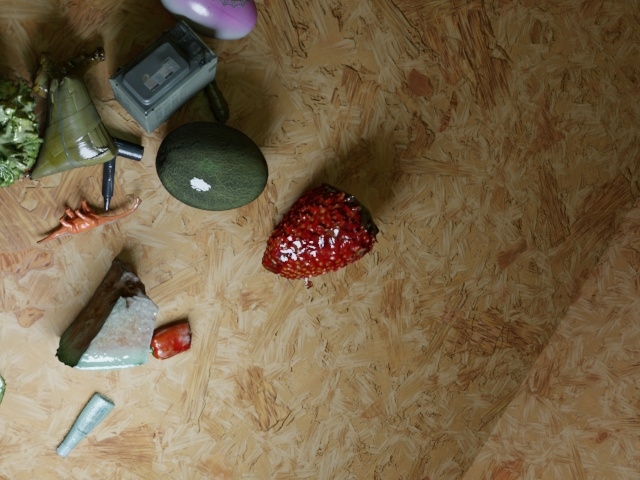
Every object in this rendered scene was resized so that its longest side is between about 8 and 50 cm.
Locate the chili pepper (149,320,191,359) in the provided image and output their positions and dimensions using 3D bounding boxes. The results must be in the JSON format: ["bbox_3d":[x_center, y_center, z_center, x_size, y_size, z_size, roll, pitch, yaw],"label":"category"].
[{"bbox_3d":[-0.456,0.299,1.865,0.192,0.084,0.086,-17,76,-27],"label":"chili pepper"}]

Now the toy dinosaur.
[{"bbox_3d":[-0.610,-0.062,1.705,0.280,0.055,0.101,-26,137,-7],"label":"toy dinosaur"}]

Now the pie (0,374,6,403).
[{"bbox_3d":[-0.949,0.386,1.624,0.303,0.067,0.302,-7,104,-26],"label":"pie"}]

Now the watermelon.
[{"bbox_3d":[-0.534,0.223,1.704,0.151,0.264,0.302,39,78,-30],"label":"watermelon"}]

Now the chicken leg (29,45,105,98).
[{"bbox_3d":[-0.629,-0.432,1.609,0.207,0.085,0.101,-40,106,-25],"label":"chicken leg"}]

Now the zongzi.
[{"bbox_3d":[-0.651,-0.273,1.585,0.256,0.115,0.228,-13,116,13],"label":"zongzi"}]

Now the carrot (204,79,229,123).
[{"bbox_3d":[-0.310,-0.445,1.800,0.049,0.049,0.254,-28,109,-21],"label":"carrot"}]

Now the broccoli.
[{"bbox_3d":[-0.765,-0.272,1.463,0.288,0.245,0.248,41,96,-12],"label":"broccoli"}]

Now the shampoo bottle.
[{"bbox_3d":[-0.665,0.522,1.824,0.190,0.041,0.069,-52,125,-9],"label":"shampoo bottle"}]

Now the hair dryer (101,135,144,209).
[{"bbox_3d":[-0.578,-0.183,1.712,0.173,0.050,0.194,17,96,-28],"label":"hair dryer"}]

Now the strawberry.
[{"bbox_3d":[0.002,0.002,1.961,0.343,0.292,0.292,-46,120,8],"label":"strawberry"}]

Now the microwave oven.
[{"bbox_3d":[-0.400,-0.418,1.657,0.240,0.194,0.145,-44,90,-13],"label":"microwave oven"}]

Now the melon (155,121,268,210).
[{"bbox_3d":[-0.287,-0.196,1.752,0.302,0.237,0.237,9,97,-35],"label":"melon"}]

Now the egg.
[{"bbox_3d":[-0.290,-0.630,1.683,0.271,0.196,0.196,20,92,-46],"label":"egg"}]
